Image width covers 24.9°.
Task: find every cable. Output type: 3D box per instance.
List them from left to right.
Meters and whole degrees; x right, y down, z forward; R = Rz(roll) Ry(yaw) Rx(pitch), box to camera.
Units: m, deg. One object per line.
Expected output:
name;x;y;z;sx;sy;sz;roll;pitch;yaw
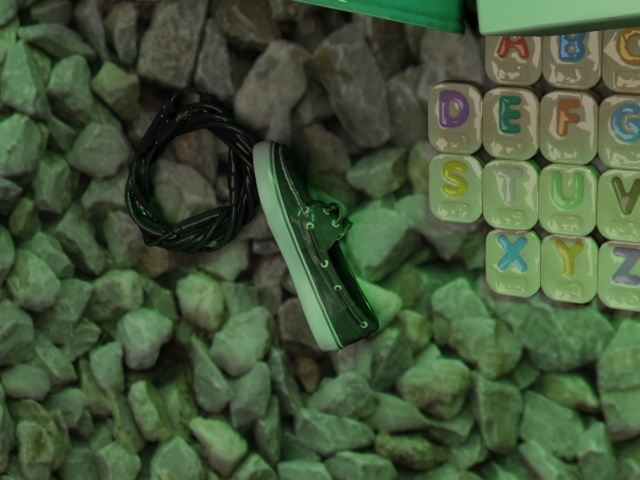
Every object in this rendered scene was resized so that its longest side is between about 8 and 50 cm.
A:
cable;-0.134;-0.061;1.541;0.150;0.047;0.184;38;116;7

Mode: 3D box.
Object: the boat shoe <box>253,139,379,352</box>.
boat shoe;0.000;0.000;1.470;0.076;0.080;0.229;-19;93;13

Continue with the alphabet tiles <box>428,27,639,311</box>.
alphabet tiles;0.234;-0.072;1.357;0.284;0.021;0.278;7;107;26

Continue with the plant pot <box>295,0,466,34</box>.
plant pot;0.019;-0.331;1.263;0.271;0.271;0.255;16;101;23

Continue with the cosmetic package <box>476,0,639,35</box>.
cosmetic package;0.316;-0.286;1.158;0.385;0.156;0.217;-1;96;31
